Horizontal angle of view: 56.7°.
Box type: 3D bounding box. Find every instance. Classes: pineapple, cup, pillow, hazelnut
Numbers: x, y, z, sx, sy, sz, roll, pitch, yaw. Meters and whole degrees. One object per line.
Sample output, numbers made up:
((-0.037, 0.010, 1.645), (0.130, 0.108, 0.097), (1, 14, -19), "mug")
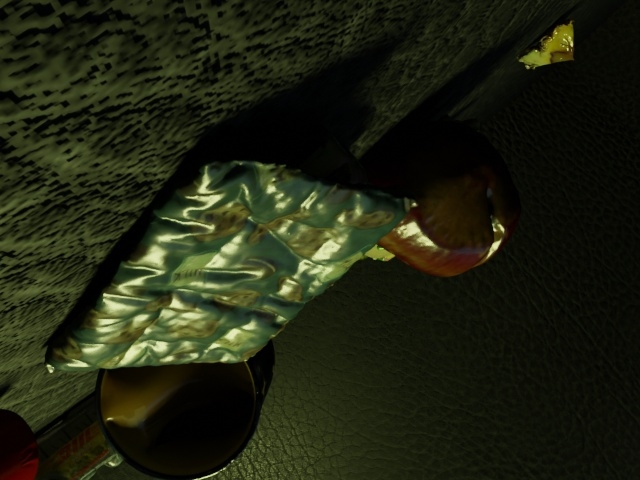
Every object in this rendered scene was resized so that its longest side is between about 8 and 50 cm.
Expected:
((0.431, -0.357, 1.128), (0.114, 0.077, 0.114), (-27, 173, 1), "pineapple")
((-0.117, 0.144, 0.754), (0.255, 0.178, 0.256), (-39, 179, 1), "cup")
((-0.067, 0.033, 0.427), (0.188, 0.034, 0.255), (4, 144, -44), "pillow")
((0.153, -0.056, 0.838), (0.251, 0.217, 0.217), (0, 151, -35), "hazelnut")

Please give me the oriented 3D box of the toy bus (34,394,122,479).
((-0.361, 0.310, 0.852), (0.268, 0.106, 0.092), (-33, 173, -46), "toy bus")

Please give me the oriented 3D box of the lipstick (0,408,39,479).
((-0.268, 0.171, 0.337), (0.073, 0.073, 0.279), (-40, 176, 6), "lipstick")

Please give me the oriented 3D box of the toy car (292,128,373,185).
((0.004, -0.037, 0.540), (0.090, 0.076, 0.224), (-42, 176, 9), "toy car")

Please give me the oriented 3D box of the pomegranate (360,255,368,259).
((0.086, 0.003, 1.561), (0.163, 0.125, 0.138), (-40, -171, 10), "pomegranate")

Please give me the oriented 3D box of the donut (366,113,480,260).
((0.172, -0.084, 1.113), (0.307, 0.150, 0.371), (-36, 176, 7), "donut")
